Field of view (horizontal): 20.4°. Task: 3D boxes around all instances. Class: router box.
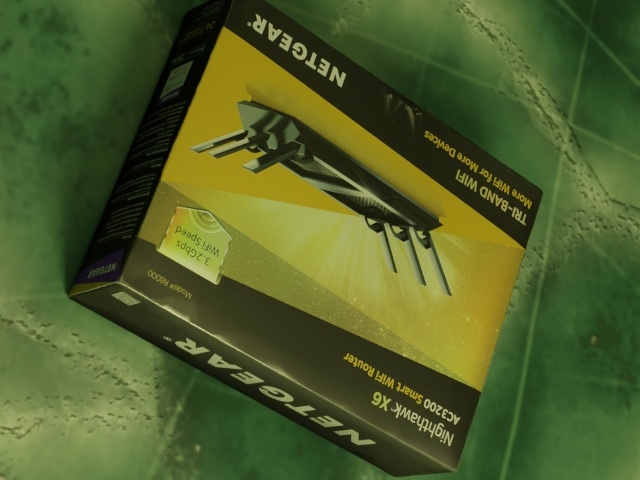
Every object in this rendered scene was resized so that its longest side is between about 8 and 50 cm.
[{"bbox_3d":[0.000,0.000,1.300,0.309,0.081,0.243,31,66,-26],"label":"router box"}]
